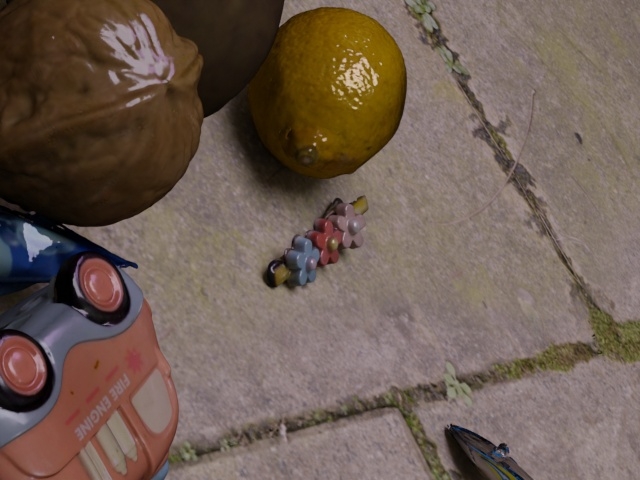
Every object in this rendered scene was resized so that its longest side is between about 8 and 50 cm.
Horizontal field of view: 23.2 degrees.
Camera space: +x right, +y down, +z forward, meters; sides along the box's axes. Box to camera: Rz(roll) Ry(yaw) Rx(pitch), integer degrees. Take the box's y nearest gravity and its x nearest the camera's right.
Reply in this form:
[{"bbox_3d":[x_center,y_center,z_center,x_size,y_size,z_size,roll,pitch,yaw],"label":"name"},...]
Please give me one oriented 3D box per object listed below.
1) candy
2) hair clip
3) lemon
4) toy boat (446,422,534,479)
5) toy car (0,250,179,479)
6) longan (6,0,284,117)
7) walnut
[{"bbox_3d":[-0.328,-0.003,1.353,0.187,0.077,0.331,27,15,40],"label":"candy"},{"bbox_3d":[0.006,0.000,1.788,0.214,0.056,0.062,-48,130,-55],"label":"hair clip"},{"bbox_3d":[0.008,-0.174,1.835,0.188,0.188,0.256,34,41,-22],"label":"lemon"},{"bbox_3d":[0.215,0.278,1.744,0.210,0.066,0.084,45,3,24],"label":"toy boat"},{"bbox_3d":[-0.226,0.155,1.291,0.212,0.181,0.270,55,35,-13],"label":"toy car"},{"bbox_3d":[-0.176,-0.274,1.617,0.319,0.319,0.319,29,40,-28],"label":"longan"},{"bbox_3d":[-0.209,-0.124,1.391,0.228,0.228,0.228,29,40,-28],"label":"walnut"}]
